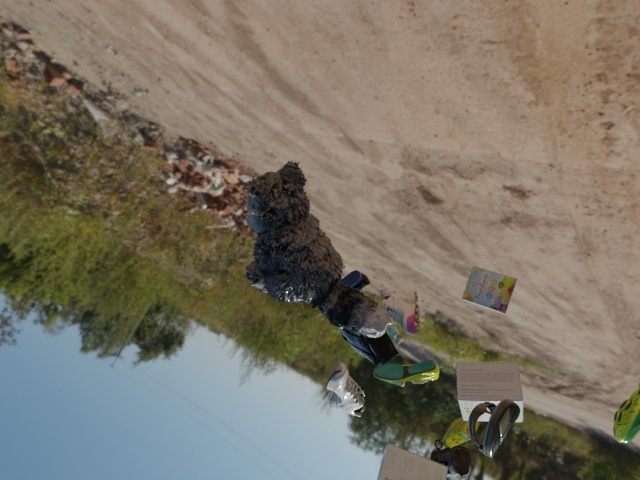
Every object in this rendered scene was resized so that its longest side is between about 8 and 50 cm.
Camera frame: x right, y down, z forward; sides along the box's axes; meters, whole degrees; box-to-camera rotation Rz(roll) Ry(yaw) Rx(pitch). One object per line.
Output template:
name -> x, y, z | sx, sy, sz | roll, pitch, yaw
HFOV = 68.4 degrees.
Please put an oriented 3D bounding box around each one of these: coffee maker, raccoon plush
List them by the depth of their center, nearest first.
raccoon plush -> 0.000, 0.000, 1.130 | 0.445, 0.216, 0.300 | 20, 130, 18
coffee maker -> 0.587, 0.987, 2.149 | 0.120, 0.171, 0.178 | 0, 149, -26

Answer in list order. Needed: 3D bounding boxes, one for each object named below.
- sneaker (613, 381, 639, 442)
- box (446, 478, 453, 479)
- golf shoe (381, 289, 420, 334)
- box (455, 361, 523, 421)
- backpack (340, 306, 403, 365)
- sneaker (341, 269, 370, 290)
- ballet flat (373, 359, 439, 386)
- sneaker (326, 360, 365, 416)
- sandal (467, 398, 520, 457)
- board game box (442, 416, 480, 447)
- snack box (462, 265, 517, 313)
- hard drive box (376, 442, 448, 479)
sneaker -> 1.037, 0.525, 1.475 | 0.123, 0.296, 0.109 | 36, -175, 14
box -> 0.415, 1.029, 1.943 | 0.182, 0.056, 0.231 | 18, 137, -15
golf shoe -> 0.293, 0.266, 1.720 | 0.140, 0.116, 0.306 | -2, -171, 9
box -> 0.509, 0.457, 1.420 | 0.181, 0.119, 0.181 | -6, 139, 19
backpack -> 0.192, 0.369, 1.905 | 0.225, 0.191, 0.253 | 58, 156, -17
sneaker -> 0.097, 0.200, 1.946 | 0.232, 0.082, 0.090 | -27, 141, 29
ballet flat -> 0.306, 0.477, 1.663 | 0.230, 0.077, 0.077 | -12, 118, 17
sneaker -> 0.100, 0.535, 1.699 | 0.129, 0.111, 0.297 | 18, 144, 25
sandal -> 0.384, 0.432, 1.093 | 0.086, 0.120, 0.303 | 34, 161, 26
board game box -> 0.534, 0.716, 1.781 | 0.043, 0.092, 0.181 | 38, 146, 11
snack box -> 0.801, 0.235, 2.235 | 0.206, 0.175, 0.070 | 17, 171, 28
hard drive box -> 0.325, 0.873, 1.701 | 0.231, 0.181, 0.089 | 19, 137, 10
